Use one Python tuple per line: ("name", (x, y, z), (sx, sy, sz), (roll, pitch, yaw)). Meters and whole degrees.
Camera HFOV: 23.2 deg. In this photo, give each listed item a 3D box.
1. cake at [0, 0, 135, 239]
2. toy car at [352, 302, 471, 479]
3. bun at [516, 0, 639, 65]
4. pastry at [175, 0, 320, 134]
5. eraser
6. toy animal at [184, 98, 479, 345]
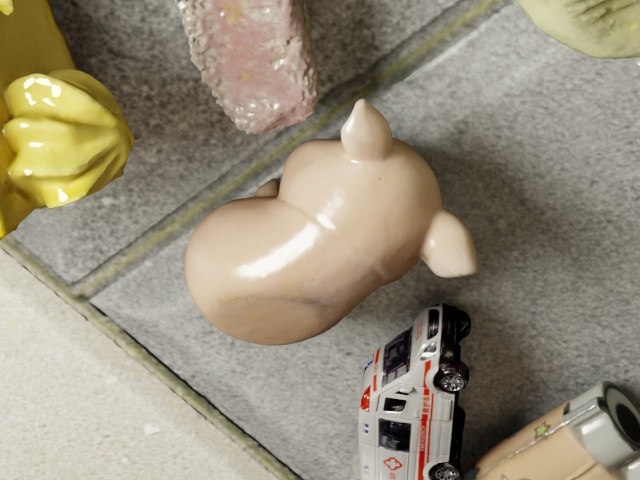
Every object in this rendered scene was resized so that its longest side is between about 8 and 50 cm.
("cake", (-0.300, -0.124, 1.211), (0.286, 0.222, 0.227), (-14, 119, 16))
("toy car", (0.087, 0.150, 1.496), (0.108, 0.089, 0.210), (6, 131, 5))
("bun", (0.231, -0.257, 1.140), (0.259, 0.160, 0.259), (-6, 139, -5))
("pastry", (-0.062, -0.209, 1.224), (0.102, 0.112, 0.265), (-5, 137, 6))
("eraser", (0.213, 0.263, 1.573), (0.290, 0.087, 0.171), (-36, 119, 27))
("toy animal", (-0.006, -0.002, 1.342), (0.250, 0.154, 0.166), (-32, 123, 26))
